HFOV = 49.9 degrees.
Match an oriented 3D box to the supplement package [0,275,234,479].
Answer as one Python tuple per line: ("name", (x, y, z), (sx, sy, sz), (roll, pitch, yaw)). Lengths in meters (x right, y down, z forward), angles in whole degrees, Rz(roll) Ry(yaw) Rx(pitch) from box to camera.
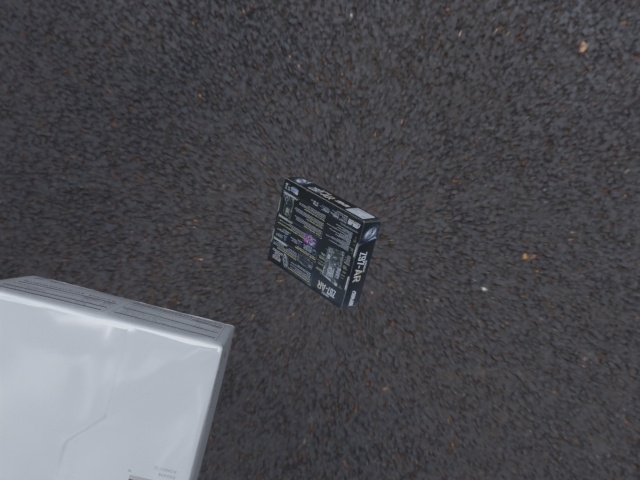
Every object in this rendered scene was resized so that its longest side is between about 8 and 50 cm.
("supplement package", (-0.206, 0.183, 0.595), (0.203, 0.145, 0.262), (15, 90, -4))

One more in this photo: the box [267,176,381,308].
("box", (0.000, 0.000, 0.490), (0.083, 0.018, 0.067), (31, 117, 39))
